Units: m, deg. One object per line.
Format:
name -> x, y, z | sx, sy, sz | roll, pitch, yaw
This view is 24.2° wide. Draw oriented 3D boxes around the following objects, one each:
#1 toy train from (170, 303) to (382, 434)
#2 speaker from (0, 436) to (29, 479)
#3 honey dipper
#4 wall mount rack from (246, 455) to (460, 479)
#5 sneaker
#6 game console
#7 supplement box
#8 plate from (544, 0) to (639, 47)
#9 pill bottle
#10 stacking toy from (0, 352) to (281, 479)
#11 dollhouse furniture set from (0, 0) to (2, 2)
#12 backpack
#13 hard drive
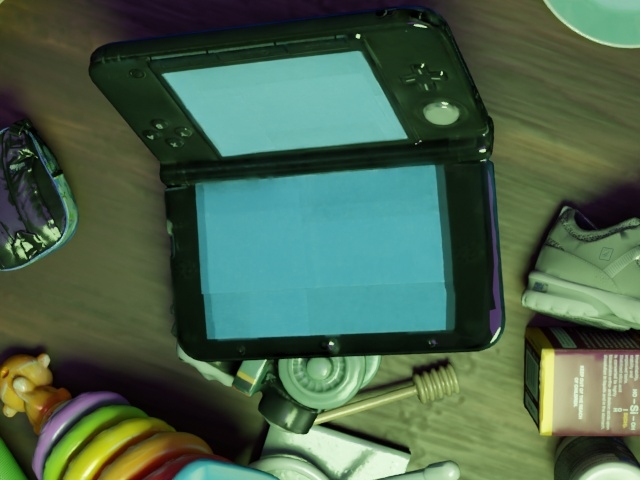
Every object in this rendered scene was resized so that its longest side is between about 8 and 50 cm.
toy train -> 0.000, 0.000, 1.320 | 0.190, 0.142, 0.334 | 28, 98, 9
speaker -> -0.355, 0.183, 1.340 | 0.131, 0.131, 0.297 | -31, 96, 4
honey dipper -> 0.048, 0.150, 1.374 | 0.160, 0.030, 0.031 | -18, 97, -4
wall mount rack -> 0.071, 0.328, 1.331 | 0.304, 0.130, 0.350 | -38, 100, 19
sneaker -> 0.299, 0.024, 1.273 | 0.281, 0.105, 0.115 | 8, 83, 39
game console -> -0.018, -0.034, 1.176 | 0.293, 0.250, 0.173 | -5, 61, 20
supplement box -> 0.283, 0.125, 1.343 | 0.188, 0.104, 0.081 | 0, 98, 0
plate -> 0.277, -0.266, 1.334 | 0.188, 0.024, 0.188 | 0, 97, 1
pill bottle -> 0.251, 0.217, 1.338 | 0.078, 0.137, 0.078 | 0, 98, 1
stacking toy -> -0.192, 0.197, 1.312 | 0.302, 0.165, 0.175 | 37, 94, 33
dollhouse furniture set -> -0.459, -0.284, 1.179 | 0.256, 0.362, 0.394 | -47, 125, 4
backpack -> -0.272, -0.036, 1.333 | 0.105, 0.084, 0.114 | -28, 91, 4
hard drive -> 0.006, 0.222, 1.397 | 0.135, 0.022, 0.094 | 18, 97, -2
